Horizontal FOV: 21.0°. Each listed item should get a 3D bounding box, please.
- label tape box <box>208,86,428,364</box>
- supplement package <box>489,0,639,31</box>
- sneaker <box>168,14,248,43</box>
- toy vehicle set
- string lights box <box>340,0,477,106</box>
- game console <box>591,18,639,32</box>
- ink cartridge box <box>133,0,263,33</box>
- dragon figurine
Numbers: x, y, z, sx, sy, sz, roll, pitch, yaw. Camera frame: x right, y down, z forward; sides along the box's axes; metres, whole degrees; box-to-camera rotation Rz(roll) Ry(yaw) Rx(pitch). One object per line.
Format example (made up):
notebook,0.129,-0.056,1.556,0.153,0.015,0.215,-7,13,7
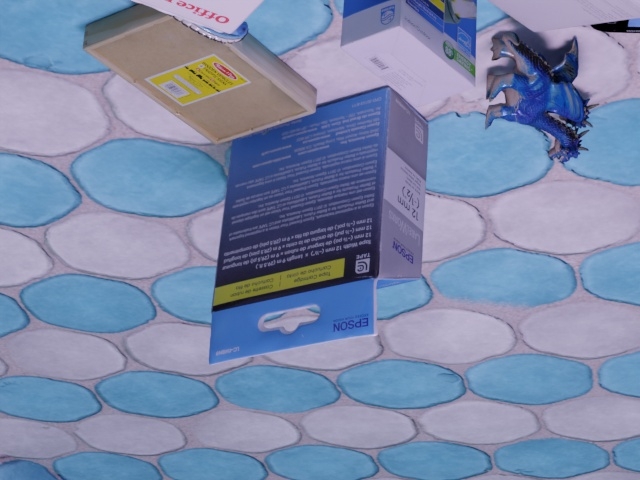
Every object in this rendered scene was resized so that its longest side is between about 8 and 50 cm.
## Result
label tape box,0.000,0.000,2.204,0.249,0.347,0.115,-13,148,30
supplement package,0.269,-0.294,1.815,0.105,0.105,0.179,26,163,-38
sneaker,-0.144,-0.282,1.969,0.162,0.073,0.063,31,-174,-26
toy vehicle set,-0.147,-0.212,2.151,0.166,0.035,0.267,-15,147,32
string lights box,0.093,-0.282,1.741,0.077,0.259,0.133,-16,147,35
game console,0.490,-0.255,1.980,0.361,0.044,0.213,2,153,4
ink cartridge box,-0.111,-0.338,1.834,0.172,0.100,0.237,18,149,-25
dragon figurine,0.275,-0.190,2.086,0.144,0.085,0.289,2,153,3
